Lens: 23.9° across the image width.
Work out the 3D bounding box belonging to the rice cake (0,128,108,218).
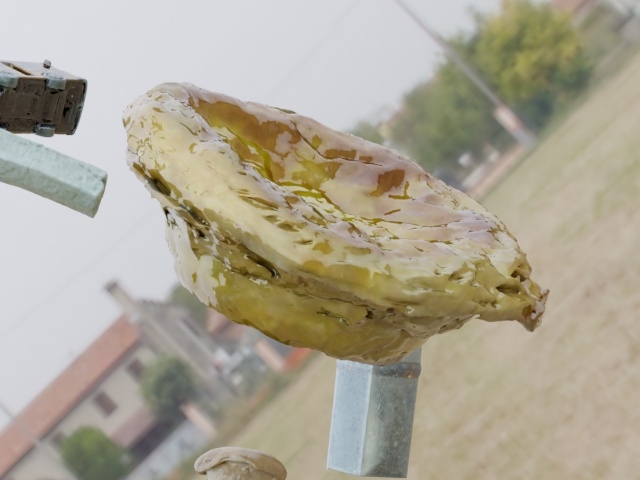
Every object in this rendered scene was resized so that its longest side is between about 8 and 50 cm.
[{"bbox_3d":[-0.309,-0.084,1.356,0.045,0.245,0.042,110,-179,-60],"label":"rice cake"}]

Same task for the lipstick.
[{"bbox_3d":[0.067,0.114,1.664,0.076,0.289,0.077,7,-2,-33],"label":"lipstick"}]

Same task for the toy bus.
[{"bbox_3d":[-0.408,-0.190,2.001,0.182,0.103,0.091,-5,-64,-53],"label":"toy bus"}]

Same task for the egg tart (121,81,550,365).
[{"bbox_3d":[-0.004,-0.001,1.111,0.129,0.341,0.341,-65,-6,13],"label":"egg tart"}]

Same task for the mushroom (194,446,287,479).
[{"bbox_3d":[-0.094,0.316,1.558,0.097,0.212,0.088,6,4,44],"label":"mushroom"}]
